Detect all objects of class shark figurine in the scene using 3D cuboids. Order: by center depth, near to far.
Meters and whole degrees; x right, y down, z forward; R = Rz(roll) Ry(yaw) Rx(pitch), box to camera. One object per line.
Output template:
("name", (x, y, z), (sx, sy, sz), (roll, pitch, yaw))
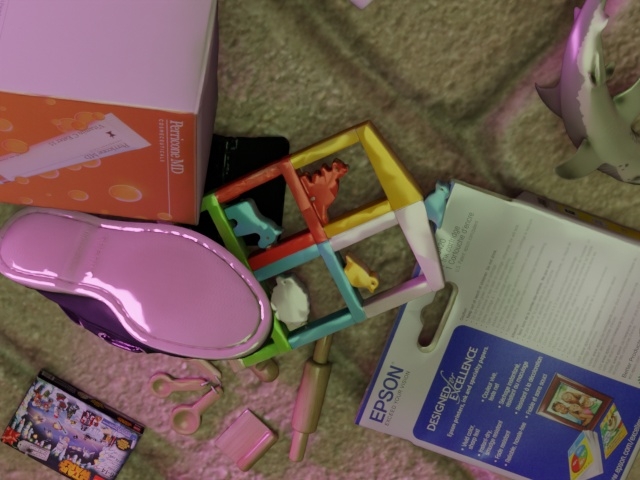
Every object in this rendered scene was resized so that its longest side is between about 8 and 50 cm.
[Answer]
("shark figurine", (0.266, -0.174, 1.538), (0.166, 0.116, 0.278), (-21, 117, -26))

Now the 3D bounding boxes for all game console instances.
("game console", (-0.101, -0.059, 1.626), (0.107, 0.071, 0.122), (15, 109, 29))

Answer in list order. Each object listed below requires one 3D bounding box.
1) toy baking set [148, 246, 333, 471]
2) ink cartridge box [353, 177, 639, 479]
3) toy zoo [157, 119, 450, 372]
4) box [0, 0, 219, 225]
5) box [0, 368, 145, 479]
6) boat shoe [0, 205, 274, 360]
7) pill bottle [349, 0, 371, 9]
("toy baking set", (-0.083, 0.137, 1.674), (0.197, 0.030, 0.256), (17, 106, -3))
("ink cartridge box", (0.231, 0.110, 1.638), (0.307, 0.072, 0.303), (21, 107, -1))
("toy zoo", (0.000, 0.000, 1.574), (0.293, 0.030, 0.192), (-24, 102, 13))
("box", (-0.278, -0.154, 1.471), (0.345, 0.168, 0.215), (6, 151, -1))
("box", (-0.281, 0.219, 1.707), (0.137, 0.027, 0.094), (30, 106, -7))
("boat shoe", (-0.180, 0.057, 1.554), (0.340, 0.113, 0.127), (12, 70, 27))
("pill bottle", (0.000, -0.307, 1.509), (0.160, 0.087, 0.087), (38, 104, -9))
